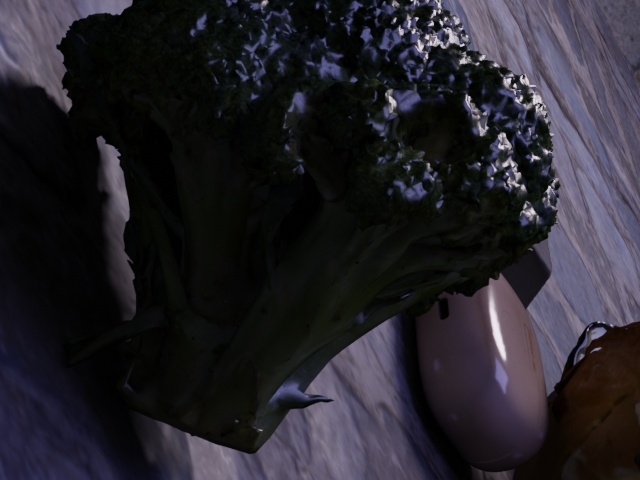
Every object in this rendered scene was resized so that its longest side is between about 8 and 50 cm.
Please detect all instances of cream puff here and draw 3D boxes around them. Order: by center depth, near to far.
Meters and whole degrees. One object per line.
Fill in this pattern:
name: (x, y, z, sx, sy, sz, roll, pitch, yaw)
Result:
cream puff: (0.324, 0.222, 1.523, 0.229, 0.350, 0.350, 27, 35, -22)

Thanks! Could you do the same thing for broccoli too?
broccoli: (-0.026, -0.027, 1.002, 0.321, 0.304, 0.283, 89, 24, -82)

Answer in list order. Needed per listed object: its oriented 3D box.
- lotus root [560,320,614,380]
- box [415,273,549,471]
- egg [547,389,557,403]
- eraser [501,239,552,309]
lotus root: (0.318, 0.187, 1.922, 0.183, 0.078, 0.203, 37, 58, -10)
box: (0.140, 0.106, 1.568, 0.146, 0.088, 0.200, 55, 22, -35)
egg: (0.327, 0.211, 1.760, 0.232, 0.176, 0.176, 18, 28, -3)
eraser: (0.148, -0.066, 1.838, 0.352, 0.077, 0.111, 53, 25, -38)
